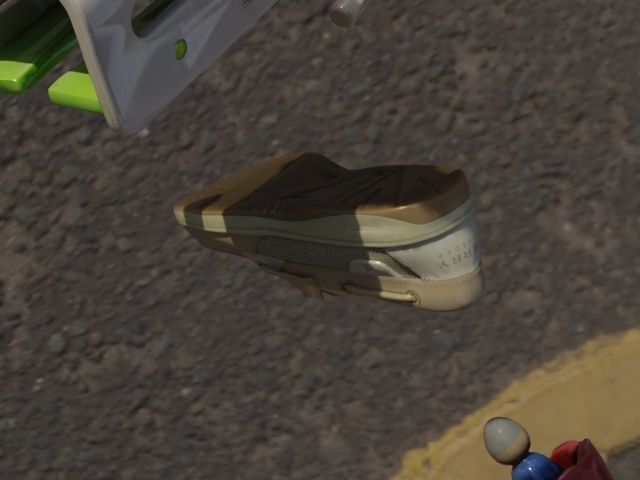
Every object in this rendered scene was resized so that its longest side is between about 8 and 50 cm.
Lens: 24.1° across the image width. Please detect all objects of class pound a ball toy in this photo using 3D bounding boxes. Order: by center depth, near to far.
[{"bbox_3d":[-0.056,-0.202,0.885,0.319,0.208,0.136,-50,138,-37],"label":"pound a ball toy"}]

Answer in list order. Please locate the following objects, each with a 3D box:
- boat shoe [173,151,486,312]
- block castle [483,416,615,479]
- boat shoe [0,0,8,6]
[{"bbox_3d":[0.000,0.000,1.096,0.109,0.302,0.098,-32,113,-34],"label":"boat shoe"},{"bbox_3d":[0.007,0.328,1.027,0.213,0.453,0.303,53,33,0],"label":"block castle"},{"bbox_3d":[-0.222,-0.136,0.942,0.125,0.038,0.046,-19,97,-9],"label":"boat shoe"}]
